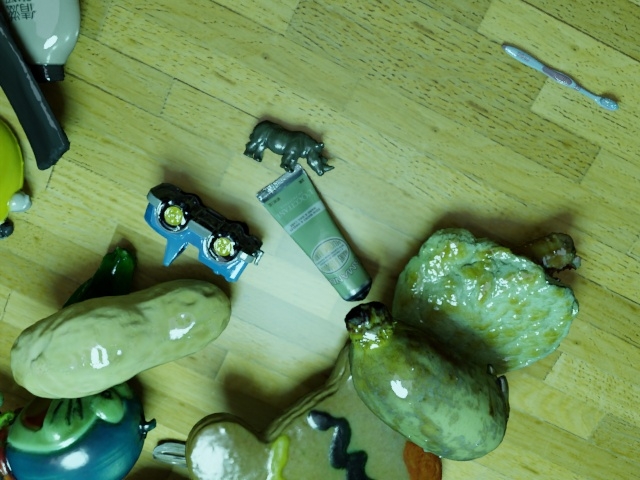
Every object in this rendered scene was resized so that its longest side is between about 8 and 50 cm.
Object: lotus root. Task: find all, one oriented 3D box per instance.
[{"bbox_3d":[0.141,0.200,0.756,0.309,0.173,0.173,38,103,-20],"label":"lotus root"},{"bbox_3d":[-0.254,0.380,0.943,0.083,0.030,0.037,11,136,3],"label":"lotus root"}]

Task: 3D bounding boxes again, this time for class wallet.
[{"bbox_3d":[-0.443,-0.242,0.754,0.146,0.030,0.285,-8,111,50],"label":"wallet"}]

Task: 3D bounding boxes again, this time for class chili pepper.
[{"bbox_3d":[-0.364,0.102,0.862,0.108,0.062,0.216,29,102,-5],"label":"chili pepper"}]

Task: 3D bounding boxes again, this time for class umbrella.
[{"bbox_3d":[-0.560,-0.033,0.849,0.133,0.031,0.036,14,147,-3],"label":"umbrella"}]

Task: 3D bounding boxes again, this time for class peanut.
[{"bbox_3d":[-0.285,0.141,0.788,0.319,0.147,0.147,-15,104,-19],"label":"peanut"}]

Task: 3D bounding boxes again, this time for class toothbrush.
[{"bbox_3d":[0.346,-0.236,0.768,0.193,0.019,0.013,27,104,-3],"label":"toothbrush"}]

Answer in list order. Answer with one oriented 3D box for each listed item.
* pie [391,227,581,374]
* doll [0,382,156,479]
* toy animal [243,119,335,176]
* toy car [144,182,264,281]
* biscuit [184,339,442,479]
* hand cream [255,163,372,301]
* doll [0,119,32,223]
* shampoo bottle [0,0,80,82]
[{"bbox_3d":[0.248,0.106,0.817,0.274,0.105,0.257,3,115,3],"label":"pie"},{"bbox_3d":[-0.421,0.313,0.846,0.322,0.198,0.186,-8,109,5],"label":"doll"},{"bbox_3d":[-0.042,-0.134,0.795,0.135,0.047,0.065,21,93,3],"label":"toy animal"},{"bbox_3d":[-0.184,-0.002,0.809,0.191,0.097,0.100,33,104,-6],"label":"toy car"},{"bbox_3d":[0.007,0.383,0.836,0.394,0.076,0.368,-24,102,-17],"label":"biscuit"},{"bbox_3d":[0.000,0.000,0.828,0.086,0.055,0.235,-36,92,6],"label":"hand cream"},{"bbox_3d":[-0.563,-0.096,0.793,0.252,0.111,0.237,24,84,-7],"label":"doll"},{"bbox_3d":[-0.399,-0.351,0.738,0.127,0.078,0.257,0,108,10],"label":"shampoo bottle"}]
